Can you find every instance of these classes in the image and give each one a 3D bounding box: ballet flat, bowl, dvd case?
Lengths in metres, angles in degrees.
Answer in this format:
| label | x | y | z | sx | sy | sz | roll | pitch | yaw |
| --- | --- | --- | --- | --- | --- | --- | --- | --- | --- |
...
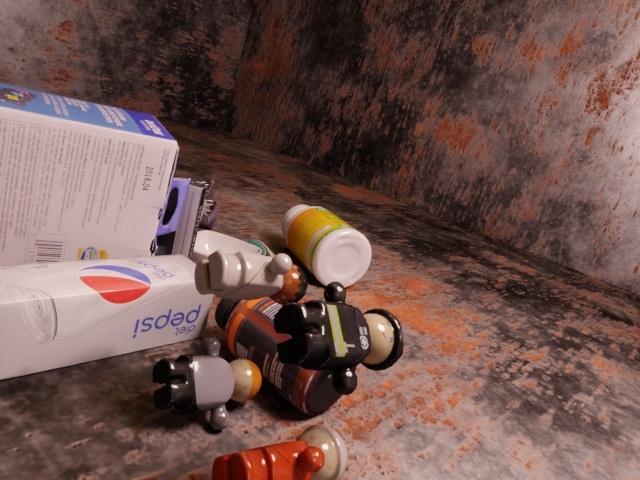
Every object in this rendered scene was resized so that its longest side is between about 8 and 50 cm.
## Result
| label | x | y | z | sx | sy | sz | roll | pitch | yaw |
| --- | --- | --- | --- | --- | --- | --- | --- | --- | --- |
| ballet flat | -0.108 | 0.053 | 1.004 | 0.052 | 0.057 | 0.168 | 41 | -1 | -42 |
| bowl | -0.200 | 0.032 | 0.945 | 0.142 | 0.053 | 0.142 | 20 | 15 | 8 |
| dvd case | -0.328 | -0.045 | 0.839 | 0.239 | 0.179 | 0.029 | 17 | 18 | 3 |

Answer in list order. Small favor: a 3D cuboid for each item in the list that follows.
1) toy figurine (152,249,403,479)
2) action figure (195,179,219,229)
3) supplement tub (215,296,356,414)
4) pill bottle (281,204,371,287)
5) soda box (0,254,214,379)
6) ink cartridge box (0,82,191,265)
| label | x | y | z | sx | sy | sz | roll | pitch | yaw |
| --- | --- | --- | --- | --- | --- | --- | --- | --- | --- |
| toy figurine | -0.045 | 0.124 | 0.490 | 0.210 | 0.212 | 0.148 | 27 | 8 | 42 |
| action figure | -0.389 | -0.098 | 1.132 | 0.285 | 0.099 | 0.185 | 3 | 30 | -29 |
| supplement tub | -0.054 | 0.133 | 0.641 | 0.198 | 0.106 | 0.106 | 29 | 19 | 35 |
| pill bottle | 0.000 | 0.000 | 1.115 | 0.137 | 0.136 | 0.246 | 8 | 17 | -29 |
| soda box | -0.274 | 0.083 | 0.600 | 0.091 | 0.098 | 0.286 | 28 | 18 | 35 |
| ink cartridge box | -0.367 | -0.054 | 0.654 | 0.396 | 0.269 | 0.151 | 6 | 25 | -35 |
